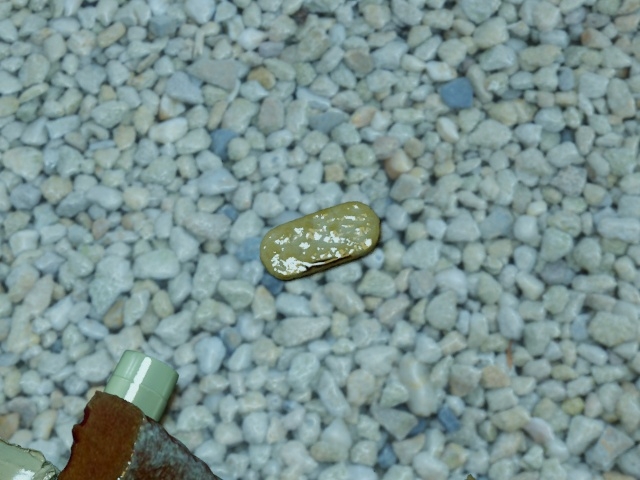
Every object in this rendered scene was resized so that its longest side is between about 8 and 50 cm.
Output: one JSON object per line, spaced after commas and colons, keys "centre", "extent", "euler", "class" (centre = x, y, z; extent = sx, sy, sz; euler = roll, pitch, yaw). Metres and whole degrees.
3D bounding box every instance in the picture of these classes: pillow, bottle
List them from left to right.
{"centre": [-0.371, 0.310, 1.660], "extent": [0.119, 0.053, 0.208], "euler": [17, 72, 25], "class": "pillow"}
{"centre": [-0.229, 0.224, 1.674], "extent": [0.072, 0.072, 0.201], "euler": [21, 73, 12], "class": "bottle"}

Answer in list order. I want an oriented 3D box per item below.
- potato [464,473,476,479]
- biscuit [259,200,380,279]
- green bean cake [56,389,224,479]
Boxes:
{"centre": [0.152, 0.370, 1.495], "extent": [0.289, 0.237, 0.300], "euler": [20, 72, 12], "class": "potato"}
{"centre": [0.000, 0.000, 1.768], "extent": [0.147, 0.018, 0.071], "euler": [-19, 66, -1], "class": "biscuit"}
{"centre": [-0.213, 0.304, 1.579], "extent": [0.097, 0.198, 0.232], "euler": [15, 68, 50], "class": "green bean cake"}
